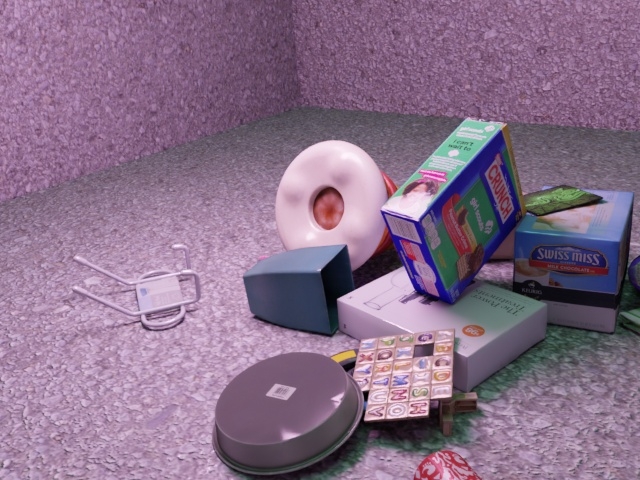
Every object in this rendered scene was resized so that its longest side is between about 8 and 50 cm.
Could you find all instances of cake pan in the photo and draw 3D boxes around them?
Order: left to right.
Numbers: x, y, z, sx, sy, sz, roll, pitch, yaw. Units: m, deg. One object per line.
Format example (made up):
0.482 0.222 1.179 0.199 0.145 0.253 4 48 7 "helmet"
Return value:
-0.067 0.304 1.265 0.293 0.054 0.293 -12 26 6 "cake pan"

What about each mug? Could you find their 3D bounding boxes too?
0.219 0.405 1.001 0.113 0.150 0.169 -44 22 0 "mug"

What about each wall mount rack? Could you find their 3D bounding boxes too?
-0.481 0.109 1.793 0.304 0.131 0.350 -11 22 -15 "wall mount rack"

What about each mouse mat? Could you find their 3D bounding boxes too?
0.565 -0.101 1.664 0.189 0.007 0.152 -13 21 -16 "mouse mat"

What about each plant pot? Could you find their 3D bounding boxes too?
-0.058 0.112 1.671 0.234 0.166 0.165 0 22 27 "plant pot"

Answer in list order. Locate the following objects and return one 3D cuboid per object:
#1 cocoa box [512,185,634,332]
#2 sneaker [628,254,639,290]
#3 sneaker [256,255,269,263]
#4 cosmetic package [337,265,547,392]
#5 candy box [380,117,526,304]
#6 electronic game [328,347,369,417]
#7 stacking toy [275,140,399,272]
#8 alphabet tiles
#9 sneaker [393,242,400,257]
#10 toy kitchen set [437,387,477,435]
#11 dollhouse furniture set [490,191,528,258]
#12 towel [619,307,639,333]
0.613 0.028 1.646 0.231 0.228 0.347 7 25 27 "cocoa box"
0.807 0.075 1.655 0.293 0.102 0.146 -5 2 -34 "sneaker"
-0.122 0.066 1.957 0.119 0.047 0.057 5 7 15 "sneaker"
0.267 0.174 1.538 0.284 0.098 0.377 -25 30 -35 "cosmetic package"
0.304 -0.066 1.501 0.122 0.268 0.317 21 59 43 "candy box"
0.091 0.281 1.367 0.229 0.048 0.229 -4 22 2 "electronic game"
0.139 -0.079 1.911 0.350 0.351 0.479 13 7 36 "stacking toy"
0.155 0.254 1.301 0.198 0.009 0.237 -10 28 18 "alphabet tiles"
0.362 0.001 1.761 0.321 0.180 0.125 -14 52 25 "sneaker"
0.254 0.303 1.252 0.075 0.068 0.083 -3 22 4 "toy kitchen set"
0.424 -0.123 1.938 0.286 0.198 0.303 2 40 -8 "dollhouse furniture set"
0.860 0.172 1.499 0.324 0.038 0.248 -14 23 -23 "towel"
